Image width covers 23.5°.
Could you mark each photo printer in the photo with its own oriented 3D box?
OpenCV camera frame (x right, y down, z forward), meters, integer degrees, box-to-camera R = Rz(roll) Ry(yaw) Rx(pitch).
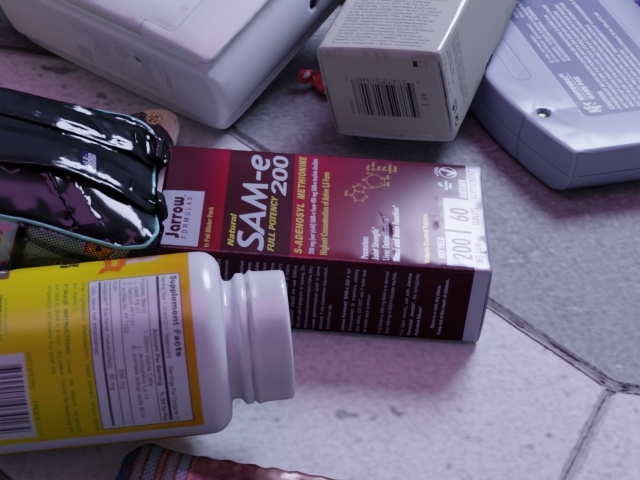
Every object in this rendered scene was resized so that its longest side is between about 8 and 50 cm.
[{"bbox_3d":[-0.095,-0.264,1.361,0.256,0.107,0.307,26,61,23],"label":"photo printer"}]

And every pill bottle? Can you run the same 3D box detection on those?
[{"bbox_3d":[-0.126,0.070,0.974,0.215,0.117,0.117,-5,39,-3],"label":"pill bottle"}]

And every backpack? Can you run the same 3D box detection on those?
[{"bbox_3d":[-0.216,-0.025,1.069,0.188,0.144,0.166,20,36,-20],"label":"backpack"}]

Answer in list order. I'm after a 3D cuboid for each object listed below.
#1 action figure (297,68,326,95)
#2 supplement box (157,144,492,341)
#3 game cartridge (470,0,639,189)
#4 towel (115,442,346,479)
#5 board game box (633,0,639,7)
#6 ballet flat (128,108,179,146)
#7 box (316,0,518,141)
[{"bbox_3d":[0.036,-0.145,1.358,0.115,0.030,0.038,-3,44,-8],"label":"action figure"},{"bbox_3d":[0.000,0.000,1.133,0.240,0.073,0.130,3,39,-2],"label":"supplement box"},{"bbox_3d":[0.223,-0.149,1.368,0.196,0.060,0.294,-4,39,-18],"label":"game cartridge"},{"bbox_3d":[-0.021,0.263,0.827,0.272,0.040,0.370,9,38,3],"label":"towel"},{"bbox_3d":[0.398,-0.207,1.389,0.142,0.144,0.275,-4,39,-12],"label":"board game box"},{"bbox_3d":[-0.175,-0.067,1.212,0.057,0.049,0.173,32,45,28],"label":"ballet flat"},{"bbox_3d":[0.099,-0.206,1.322,0.113,0.094,0.275,7,45,24],"label":"box"}]
